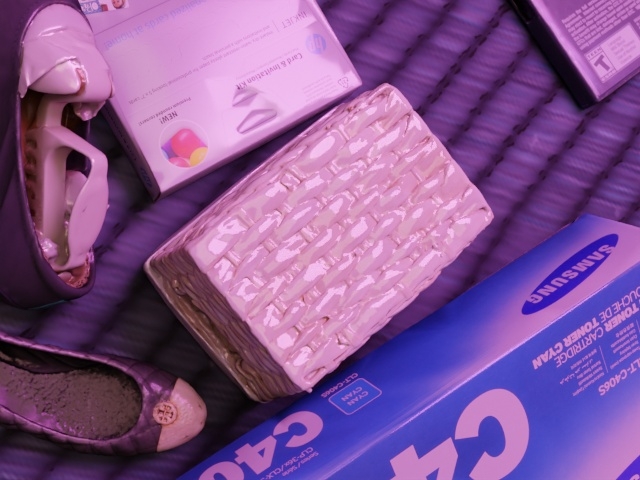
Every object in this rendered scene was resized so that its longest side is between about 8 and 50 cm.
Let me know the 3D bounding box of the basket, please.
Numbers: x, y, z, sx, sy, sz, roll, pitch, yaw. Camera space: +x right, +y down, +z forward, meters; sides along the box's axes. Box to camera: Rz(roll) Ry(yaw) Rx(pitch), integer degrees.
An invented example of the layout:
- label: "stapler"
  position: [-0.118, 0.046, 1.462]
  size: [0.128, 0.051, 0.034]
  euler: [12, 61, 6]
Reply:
- label: "basket"
  position: [0.000, 0.000, 0.576]
  size: [0.167, 0.103, 0.113]
  euler: [-41, 95, -19]

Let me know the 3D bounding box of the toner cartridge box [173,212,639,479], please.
- label: "toner cartridge box"
  position: [0.065, 0.141, 0.558]
  size: [0.348, 0.075, 0.165]
  euler: [-31, 116, -19]

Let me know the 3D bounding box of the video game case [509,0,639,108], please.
- label: "video game case"
  position: [0.182, -0.257, 0.716]
  size: [0.196, 0.026, 0.274]
  euler: [-35, 91, -19]

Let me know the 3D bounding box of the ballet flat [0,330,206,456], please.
- label: "ballet flat"
  position: [-0.146, 0.083, 0.547]
  size: [0.173, 0.049, 0.057]
  euler: [15, 78, -14]

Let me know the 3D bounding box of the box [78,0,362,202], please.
- label: "box"
  position: [-0.082, -0.139, 0.608]
  size: [0.145, 0.038, 0.186]
  euler: [-31, 90, -18]

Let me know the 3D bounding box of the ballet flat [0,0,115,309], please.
- label: "ballet flat"
  position: [-0.141, -0.061, 0.537]
  size: [0.074, 0.074, 0.203]
  euler: [2, 98, -17]
